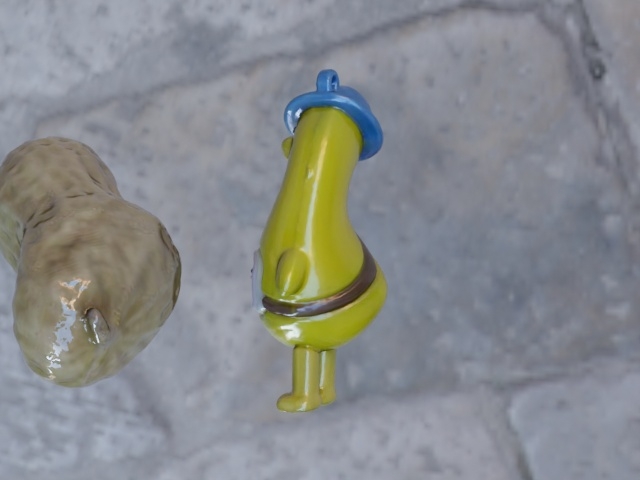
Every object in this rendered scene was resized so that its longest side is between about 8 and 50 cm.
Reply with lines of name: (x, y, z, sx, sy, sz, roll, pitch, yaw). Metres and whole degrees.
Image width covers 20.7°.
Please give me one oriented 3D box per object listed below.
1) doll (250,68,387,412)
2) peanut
doll: (0.000, 0.000, 1.852, 0.145, 0.199, 0.363, 4, 95, 15)
peanut: (-0.211, 0.014, 1.568, 0.159, 0.291, 0.143, 5, 122, -21)
